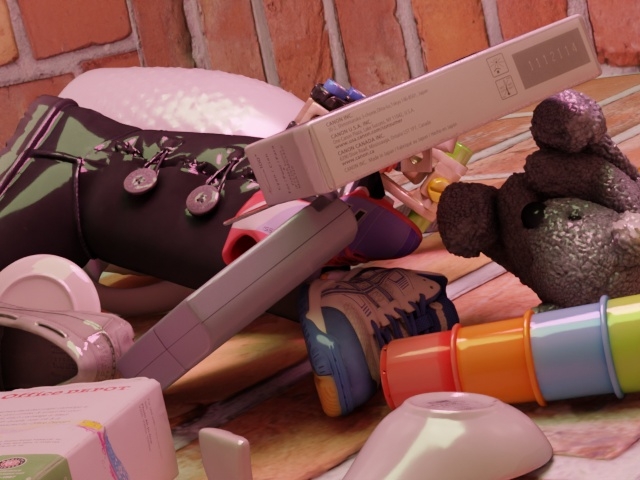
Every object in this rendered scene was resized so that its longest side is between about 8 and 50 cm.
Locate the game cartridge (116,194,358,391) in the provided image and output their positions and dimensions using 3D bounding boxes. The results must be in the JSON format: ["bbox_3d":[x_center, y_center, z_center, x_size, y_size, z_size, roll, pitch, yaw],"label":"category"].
[{"bbox_3d":[-0.089,0.064,1.391,0.198,0.062,0.297,-43,1,-23],"label":"game cartridge"}]

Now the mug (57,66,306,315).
[{"bbox_3d":[-0.171,-0.051,1.949,0.328,0.276,0.374,4,47,28],"label":"mug"}]

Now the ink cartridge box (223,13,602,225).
[{"bbox_3d":[0.067,-0.107,1.403,0.296,0.066,0.261,-24,4,-25],"label":"ink cartridge box"}]

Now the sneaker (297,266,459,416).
[{"bbox_3d":[0.058,0.073,1.390,0.131,0.111,0.296,-9,12,9],"label":"sneaker"}]

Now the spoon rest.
[{"bbox_3d":[0.044,0.162,1.097,0.276,0.084,0.137,-2,6,-33],"label":"spoon rest"}]

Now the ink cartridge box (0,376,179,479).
[{"bbox_3d":[-0.224,0.183,1.163,0.154,0.093,0.212,-7,14,21],"label":"ink cartridge box"}]

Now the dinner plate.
[{"bbox_3d":[-0.305,0.083,1.638,0.141,0.141,0.017,-9,-13,10],"label":"dinner plate"}]

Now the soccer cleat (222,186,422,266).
[{"bbox_3d":[0.000,0.000,1.515,0.248,0.083,0.095,9,59,48],"label":"soccer cleat"}]

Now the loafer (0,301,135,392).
[{"bbox_3d":[-0.342,0.116,1.568,0.320,0.112,0.111,-5,4,27],"label":"loafer"}]

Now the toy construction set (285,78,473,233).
[{"bbox_3d":[0.085,-0.104,1.815,0.151,0.215,0.327,-52,-14,-4],"label":"toy construction set"}]

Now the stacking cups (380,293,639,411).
[{"bbox_3d":[0.204,0.089,1.221,0.316,0.096,0.096,-10,11,15],"label":"stacking cups"}]

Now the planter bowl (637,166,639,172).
[{"bbox_3d":[0.367,-0.031,1.660,0.217,0.090,0.217,-11,11,2],"label":"planter bowl"}]

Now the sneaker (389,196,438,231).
[{"bbox_3d":[0.123,-0.039,2.037,0.134,0.051,0.070,-12,15,19],"label":"sneaker"}]

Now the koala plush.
[{"bbox_3d":[0.241,0.006,1.399,0.196,0.203,0.221,-44,16,13],"label":"koala plush"}]

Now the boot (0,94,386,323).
[{"bbox_3d":[-0.185,0.029,1.712,0.445,0.367,0.146,15,-21,19],"label":"boot"}]
